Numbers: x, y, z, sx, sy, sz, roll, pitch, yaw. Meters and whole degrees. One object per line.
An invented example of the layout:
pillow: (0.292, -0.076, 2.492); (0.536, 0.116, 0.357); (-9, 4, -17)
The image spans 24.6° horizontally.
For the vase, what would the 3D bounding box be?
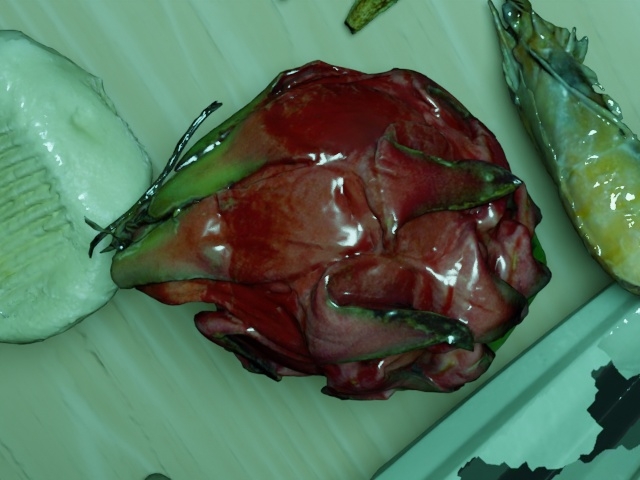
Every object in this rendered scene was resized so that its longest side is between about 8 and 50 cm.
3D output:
vase: (0.173, 0.119, 0.953); (0.165, 0.165, 0.360); (39, 104, -6)

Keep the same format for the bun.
bun: (-0.211, -0.040, 1.014); (0.231, 0.133, 0.231); (9, 113, 21)

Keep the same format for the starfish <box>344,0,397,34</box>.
starfish: (0.050, -0.226, 0.910); (0.217, 0.050, 0.223); (38, 114, 4)

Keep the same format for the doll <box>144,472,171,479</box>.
doll: (-0.221, 0.366, 1.158); (0.382, 0.252, 0.379); (2, 116, 21)

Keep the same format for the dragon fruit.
dragon fruit: (0.000, 0.000, 0.906); (0.293, 0.234, 0.234); (-4, 121, -25)

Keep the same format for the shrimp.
shrimp: (0.191, -0.078, 0.884); (0.143, 0.052, 0.251); (-35, 72, 10)
